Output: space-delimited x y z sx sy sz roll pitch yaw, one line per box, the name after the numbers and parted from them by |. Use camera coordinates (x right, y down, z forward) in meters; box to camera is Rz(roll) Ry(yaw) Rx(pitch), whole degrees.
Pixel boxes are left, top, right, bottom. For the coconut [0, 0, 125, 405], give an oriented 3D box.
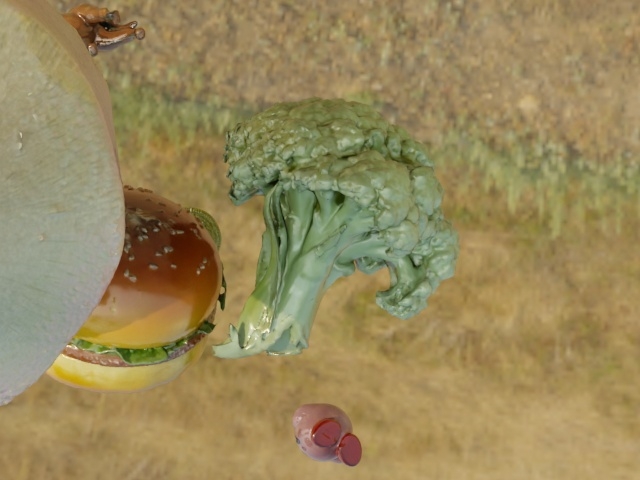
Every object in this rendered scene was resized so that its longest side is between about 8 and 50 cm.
-0.269 -0.036 0.798 0.297 0.297 0.309 17 -167 -17 | coconut

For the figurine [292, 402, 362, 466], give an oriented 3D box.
0.006 0.223 1.461 0.071 0.067 0.083 4 136 54 | figurine

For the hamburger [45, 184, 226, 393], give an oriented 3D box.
-0.217 0.034 1.358 0.246 0.246 0.170 11 130 -7 | hamburger

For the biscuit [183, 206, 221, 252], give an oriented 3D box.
-0.163 0.000 1.557 0.084 0.084 0.023 19 179 -20 | biscuit

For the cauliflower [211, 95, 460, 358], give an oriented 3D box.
0.020 -0.012 1.367 0.260 0.281 0.327 3 -172 -4 | cauliflower

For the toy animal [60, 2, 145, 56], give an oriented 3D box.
-0.349 -0.226 1.519 0.230 0.224 0.066 6 120 44 | toy animal
